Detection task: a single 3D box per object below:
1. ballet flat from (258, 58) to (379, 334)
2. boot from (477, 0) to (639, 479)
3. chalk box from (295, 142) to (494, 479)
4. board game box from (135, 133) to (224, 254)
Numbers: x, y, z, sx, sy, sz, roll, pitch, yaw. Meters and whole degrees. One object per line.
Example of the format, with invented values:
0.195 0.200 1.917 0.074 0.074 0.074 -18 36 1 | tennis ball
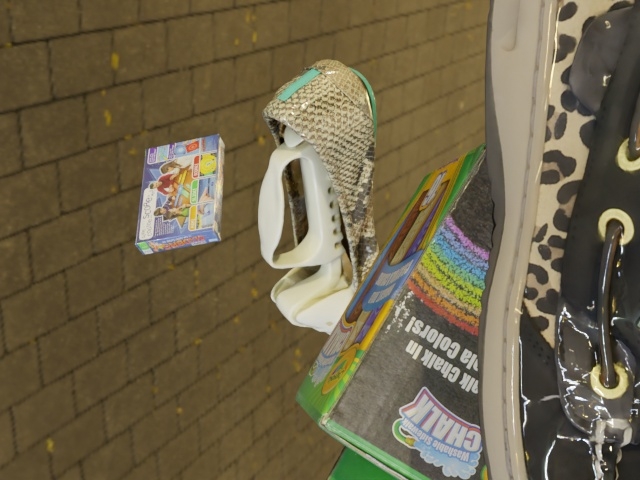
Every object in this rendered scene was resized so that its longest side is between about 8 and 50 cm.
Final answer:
0.000 0.000 1.213 0.182 0.164 0.483 -35 134 -29 | ballet flat
0.215 0.022 0.369 0.138 0.284 0.377 -3 92 -44 | boot
0.100 0.103 0.682 0.289 0.180 0.179 -58 -176 -6 | chalk box
-0.230 -0.079 1.510 0.035 0.136 0.201 64 21 -53 | board game box
